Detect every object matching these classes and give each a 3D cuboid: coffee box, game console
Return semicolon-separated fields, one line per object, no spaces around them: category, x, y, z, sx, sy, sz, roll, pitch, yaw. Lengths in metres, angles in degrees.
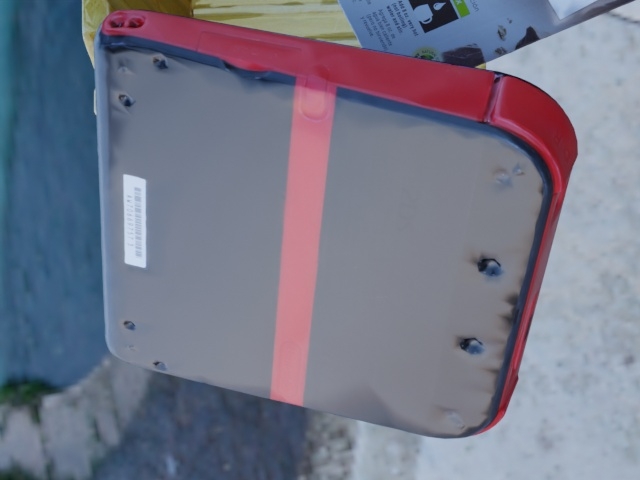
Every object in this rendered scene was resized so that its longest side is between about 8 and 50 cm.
coffee box;0.164;-0.237;1.304;0.119;0.297;0.168;61;-162;-25
game console;0.000;0.000;1.322;0.386;0.342;0.060;96;-170;-49

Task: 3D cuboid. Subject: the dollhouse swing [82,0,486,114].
dollhouse swing;-0.022;-0.252;1.635;0.305;0.315;0.347;-6;73;15
